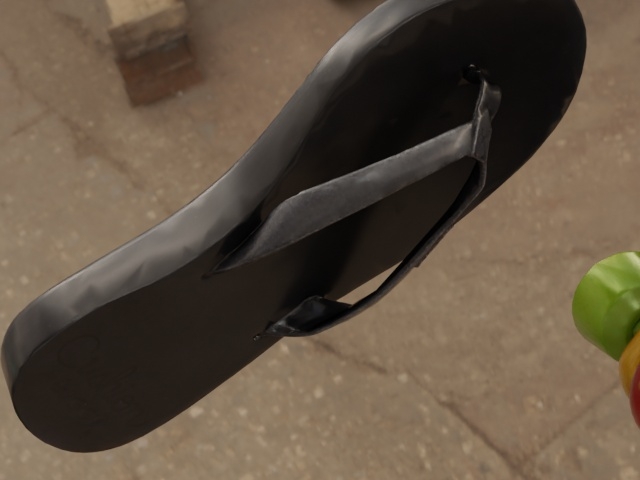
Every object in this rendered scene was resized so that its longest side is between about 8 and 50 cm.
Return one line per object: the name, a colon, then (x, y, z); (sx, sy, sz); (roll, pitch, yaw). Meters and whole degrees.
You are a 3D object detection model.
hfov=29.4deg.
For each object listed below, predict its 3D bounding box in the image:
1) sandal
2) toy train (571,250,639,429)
sandal: (0.000, 0.001, 0.449); (0.254, 0.097, 0.054); (-40, 45, 5)
toy train: (0.141, 0.054, 0.476); (0.248, 0.105, 0.143); (-56, 25, 10)
